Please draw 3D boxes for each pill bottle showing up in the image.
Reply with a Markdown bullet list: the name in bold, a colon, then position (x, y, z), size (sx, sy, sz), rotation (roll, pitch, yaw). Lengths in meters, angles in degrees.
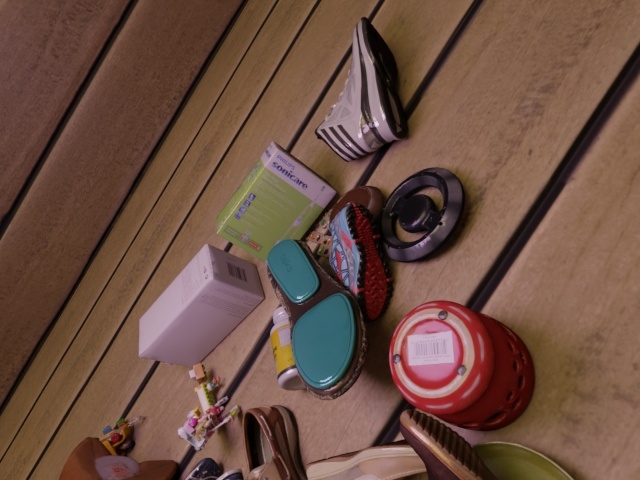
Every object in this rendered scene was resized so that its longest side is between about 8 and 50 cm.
- **pill bottle**: position (-0.064, 0.250, 0.964), size (0.103, 0.103, 0.184), rotation (-39, 44, 23)

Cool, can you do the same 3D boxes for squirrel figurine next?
- **squirrel figurine**: position (-0.572, 0.767, 0.998), size (0.397, 0.280, 0.371), rotation (162, 125, -82)

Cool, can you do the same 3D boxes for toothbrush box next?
- **toothbrush box**: position (-0.128, -0.097, 1.136), size (0.283, 0.206, 0.122), rotation (-52, 26, 12)

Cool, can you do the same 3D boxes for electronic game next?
- **electronic game**: position (0.214, -0.059, 0.898), size (0.229, 0.048, 0.229), rotation (-34, 42, 37)

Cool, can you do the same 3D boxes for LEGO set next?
- **LEGO set**: position (-0.287, 0.433, 1.091), size (0.107, 0.132, 0.287), rotation (-36, 20, 3)

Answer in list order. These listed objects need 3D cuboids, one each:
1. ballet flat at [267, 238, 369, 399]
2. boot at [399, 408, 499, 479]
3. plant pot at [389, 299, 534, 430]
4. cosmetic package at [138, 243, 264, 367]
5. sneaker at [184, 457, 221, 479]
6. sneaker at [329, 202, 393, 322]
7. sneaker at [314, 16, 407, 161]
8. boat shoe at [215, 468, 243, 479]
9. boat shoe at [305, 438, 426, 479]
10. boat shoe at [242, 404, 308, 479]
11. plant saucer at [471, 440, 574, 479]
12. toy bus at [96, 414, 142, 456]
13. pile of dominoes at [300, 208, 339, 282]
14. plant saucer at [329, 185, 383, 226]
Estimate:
- **ballet flat**: position (0.007, 0.165, 0.880), size (0.164, 0.182, 0.483), rotation (-36, 34, 2)
- **boot**: position (0.166, 0.393, 0.565), size (0.248, 0.090, 0.207), rotation (38, 102, 29)
- **plant pot**: position (0.218, 0.200, 0.653), size (0.191, 0.174, 0.191), rotation (-22, 56, 37)
- **cosmetic package**: position (-0.367, 0.210, 1.229), size (0.365, 0.197, 0.155), rotation (-43, 43, 18)
- **sneaker**: position (-0.353, 0.673, 1.017), size (0.122, 0.110, 0.283), rotation (12, 74, 57)
- **sneaker**: position (0.082, 0.055, 0.920), size (0.125, 0.104, 0.262), rotation (-23, 72, 56)
- **sneaker**: position (0.080, -0.420, 1.153), size (0.257, 0.169, 0.448), rotation (-23, 55, 33)
- **boat shoe**: position (-0.242, 0.643, 0.926), size (0.255, 0.095, 0.079), rotation (-57, 39, 6)
- **boat shoe**: position (0.097, 0.416, 0.709), size (0.302, 0.109, 0.098), rotation (-33, 57, 32)
- **boat shoe**: position (-0.103, 0.503, 0.845), size (0.122, 0.120, 0.324), rotation (-44, 43, 18)
- **plant saucer**: position (0.275, 0.418, 0.571), size (0.241, 0.037, 0.241), rotation (-23, 53, 35)
- **toy bus**: position (-0.694, 0.695, 1.351), size (0.202, 0.191, 0.104), rotation (-24, 95, 36)
- **pile of dominoes**: position (0.000, 0.000, 1.092), size (0.251, 0.040, 0.196), rotation (19, 82, 49)
- **plant saucer**: position (0.081, -0.075, 1.018), size (0.168, 0.029, 0.168), rotation (-31, 37, 28)
